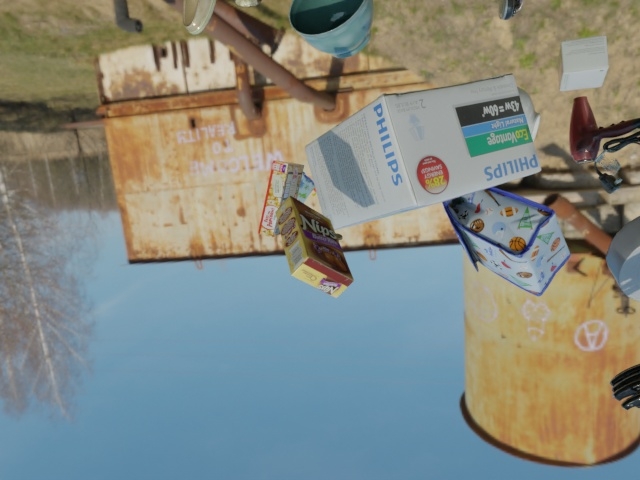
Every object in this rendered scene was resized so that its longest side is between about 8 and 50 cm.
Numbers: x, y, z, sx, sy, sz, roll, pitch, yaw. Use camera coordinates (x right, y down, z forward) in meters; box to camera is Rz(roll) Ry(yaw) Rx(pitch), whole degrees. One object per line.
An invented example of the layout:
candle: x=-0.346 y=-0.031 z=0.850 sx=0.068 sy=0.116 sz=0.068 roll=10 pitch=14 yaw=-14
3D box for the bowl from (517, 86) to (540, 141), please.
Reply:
bowl: x=0.583 y=-0.333 z=1.684 sx=0.134 sy=0.297 sz=0.298 roll=19 pitch=-160 yaw=23

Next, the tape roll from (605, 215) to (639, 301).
tape roll: x=0.729 y=0.032 z=1.161 sx=0.219 sy=0.219 sz=0.072 roll=-5 pitch=-141 yaw=5

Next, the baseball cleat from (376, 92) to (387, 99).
baseball cleat: x=0.267 y=-0.519 z=2.119 sx=0.072 sy=0.109 sz=0.206 roll=0 pitch=180 yaw=-37

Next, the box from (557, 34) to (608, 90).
box: x=0.634 y=-0.427 z=1.335 sx=0.102 sy=0.087 sz=0.101 roll=-3 pitch=168 yaw=17

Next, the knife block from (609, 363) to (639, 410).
knife block: x=0.644 y=0.212 z=0.930 sx=0.275 sy=0.088 sz=0.242 roll=-45 pitch=-171 yaw=-14

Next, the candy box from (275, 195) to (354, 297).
candy box: x=-0.015 y=0.008 z=1.005 sx=0.109 sy=0.053 sz=0.186 roll=29 pitch=-156 yaw=-33

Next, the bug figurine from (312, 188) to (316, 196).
bug figurine: x=0.054 y=-0.235 z=2.038 sx=0.216 sy=0.072 sz=0.279 roll=-37 pitch=-171 yaw=2

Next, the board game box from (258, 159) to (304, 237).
board game box: x=-0.101 y=-0.112 z=1.458 sx=0.045 sy=0.193 sz=0.147 roll=15 pitch=-171 yaw=13

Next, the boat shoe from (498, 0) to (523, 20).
boat shoe: x=0.686 y=-0.873 z=1.965 sx=0.096 sy=0.112 sz=0.335 roll=6 pitch=-141 yaw=9

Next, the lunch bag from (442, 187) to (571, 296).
lunch bag: x=0.608 y=-0.018 z=1.898 sx=0.385 sy=0.239 sz=0.328 roll=35 pitch=173 yaw=41

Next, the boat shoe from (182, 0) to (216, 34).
boat shoe: x=-0.338 y=-0.715 z=1.479 sx=0.109 sy=0.302 sz=0.098 roll=17 pitch=-171 yaw=39

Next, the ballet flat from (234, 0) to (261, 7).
ballet flat: x=-0.145 y=-0.519 z=1.119 sx=0.058 sy=0.049 sz=0.173 roll=4 pitch=-134 yaw=-2

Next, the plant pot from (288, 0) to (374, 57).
plant pot: x=0.063 y=-0.763 z=1.910 sx=0.293 sy=0.293 sz=0.196 roll=-1 pitch=157 yaw=27

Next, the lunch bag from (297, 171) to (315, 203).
lunch bag: x=-0.109 y=-0.188 z=1.978 sx=0.128 sy=0.096 sz=0.151 roll=-54 pitch=-145 yaw=-7

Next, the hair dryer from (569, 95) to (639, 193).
hair dryer: x=0.797 y=-0.295 z=1.527 sx=0.080 sy=0.223 sz=0.293 roll=0 pitch=-134 yaw=-39

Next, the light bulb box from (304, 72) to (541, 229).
light bulb box: x=0.213 y=-0.186 z=1.236 sx=0.358 sy=0.225 sz=0.361 roll=-17 pitch=180 yaw=-28

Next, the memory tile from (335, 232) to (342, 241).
memory tile: x=0.000 y=0.000 z=1.713 sx=0.113 sy=0.012 sz=0.148 roll=16 pitch=-153 yaw=15
